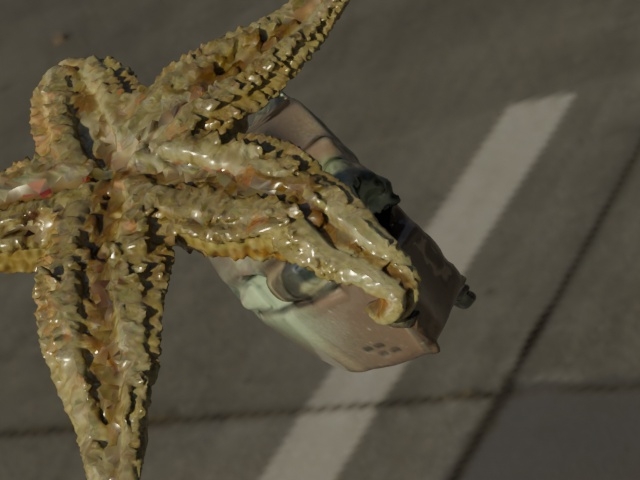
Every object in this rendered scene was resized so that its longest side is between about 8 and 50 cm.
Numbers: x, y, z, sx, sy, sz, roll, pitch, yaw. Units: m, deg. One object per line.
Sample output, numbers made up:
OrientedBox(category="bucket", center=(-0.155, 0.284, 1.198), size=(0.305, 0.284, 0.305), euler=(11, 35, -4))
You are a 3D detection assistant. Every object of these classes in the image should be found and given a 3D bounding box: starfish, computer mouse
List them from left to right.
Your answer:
OrientedBox(category="starfish", center=(-0.081, -0.002, 0.686), size=(0.295, 0.048, 0.231), euler=(-28, 50, -8))
OrientedBox(category="computer mouse", center=(-0.004, 0.005, 1.064), size=(0.115, 0.199, 0.389), euler=(-47, 4, 1))
